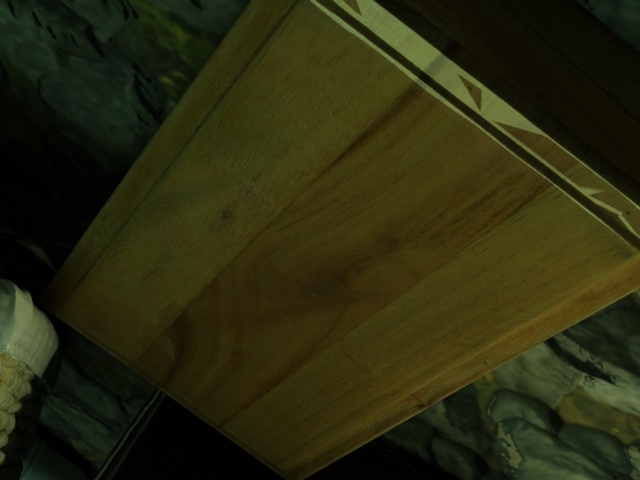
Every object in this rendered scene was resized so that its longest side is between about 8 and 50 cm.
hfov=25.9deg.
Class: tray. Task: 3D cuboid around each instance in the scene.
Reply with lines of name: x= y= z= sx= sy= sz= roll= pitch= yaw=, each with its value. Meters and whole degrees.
tray: x=0.000 y=0.000 z=0.720 sx=0.203 sy=0.076 sz=0.411 roll=37 pitch=148 yaw=-7

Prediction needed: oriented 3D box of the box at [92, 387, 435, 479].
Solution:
box: x=0.019 y=0.397 z=1.027 sx=0.480 sy=0.297 sz=0.471 roll=27 pitch=146 yaw=7

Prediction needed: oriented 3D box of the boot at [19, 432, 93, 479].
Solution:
boot: x=-0.289 y=0.280 z=1.265 sx=0.123 sy=0.095 sz=0.258 roll=37 pitch=125 yaw=-14

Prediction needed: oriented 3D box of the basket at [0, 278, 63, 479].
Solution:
basket: x=-0.360 y=0.126 z=0.881 sx=0.328 sy=0.266 sz=0.331 roll=17 pitch=170 yaw=-3
